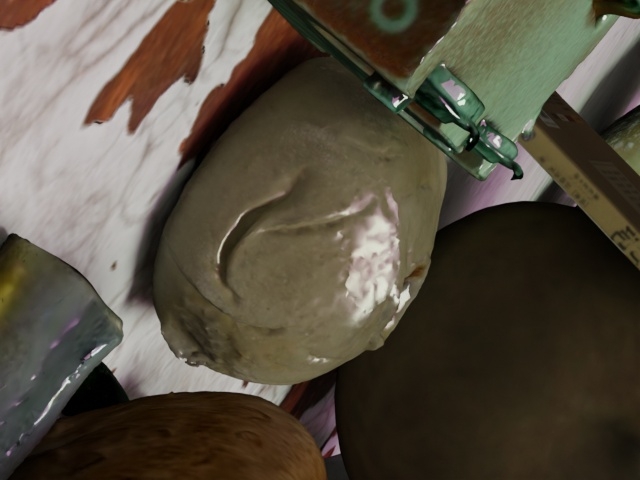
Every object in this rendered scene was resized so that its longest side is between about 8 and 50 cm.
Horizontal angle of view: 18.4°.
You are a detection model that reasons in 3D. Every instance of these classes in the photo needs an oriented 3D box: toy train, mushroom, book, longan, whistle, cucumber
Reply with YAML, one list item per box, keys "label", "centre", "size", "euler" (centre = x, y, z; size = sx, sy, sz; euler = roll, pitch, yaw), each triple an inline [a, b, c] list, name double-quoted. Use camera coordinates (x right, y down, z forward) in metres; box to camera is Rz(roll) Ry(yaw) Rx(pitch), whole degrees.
- label: "toy train"
  centre: [0.048, -0.119, 0.820]
  size: [0.129, 0.159, 0.326]
  euler: [-53, 169, 3]
- label: "mushroom"
  centre: [-0.116, 0.165, 0.877]
  size: [0.278, 0.146, 0.278]
  euler: [-32, -166, 9]
- label: "book"
  centre: [0.232, 0.001, 1.355]
  size: [0.021, 0.310, 0.217]
  euler: [-45, 168, 14]
- label: "longan"
  centre: [0.156, 0.123, 1.418]
  size: [0.297, 0.297, 0.297]
  euler: [-49, 164, -19]
- label: "whistle"
  centre: [-0.201, 0.140, 0.796]
  size: [0.057, 0.068, 0.326]
  euler: [43, 81, -32]
- label: "cucumber"
  centre: [-0.114, 0.082, 0.996]
  size: [0.184, 0.033, 0.036]
  euler: [77, 36, -73]

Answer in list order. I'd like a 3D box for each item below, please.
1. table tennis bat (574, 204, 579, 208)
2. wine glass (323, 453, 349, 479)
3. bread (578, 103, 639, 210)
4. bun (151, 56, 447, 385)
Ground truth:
- label: "table tennis bat"
  centre: [0.229, -0.011, 1.805]
  size: [0.130, 0.019, 0.220]
  euler: [-34, 180, 21]
- label: "wine glass"
  centre: [-0.010, 0.245, 1.468]
  size: [0.143, 0.143, 0.321]
  euler: [-59, 164, 18]
- label: "bread"
  centre: [0.314, -0.106, 1.744]
  size: [0.286, 0.056, 0.207]
  euler: [-32, -178, -31]
- label: "bun"
  centre: [0.000, 0.000, 1.007]
  size: [0.166, 0.113, 0.173]
  euler: [-31, 150, -56]
